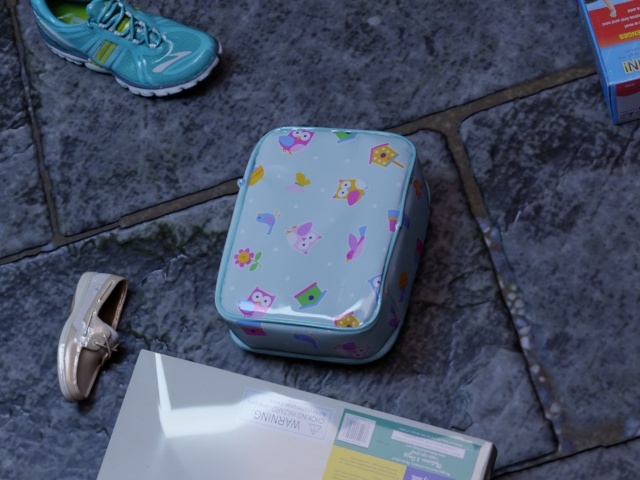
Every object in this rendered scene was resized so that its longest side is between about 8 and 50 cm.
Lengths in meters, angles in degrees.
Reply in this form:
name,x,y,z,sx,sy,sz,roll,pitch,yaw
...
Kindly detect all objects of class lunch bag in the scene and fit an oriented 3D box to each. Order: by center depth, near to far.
name,x,y,z,sx,sy,sz,roll,pitch,yaw
lunch bag,0.000,0.000,1.944,0.224,0.108,0.279,3,59,20

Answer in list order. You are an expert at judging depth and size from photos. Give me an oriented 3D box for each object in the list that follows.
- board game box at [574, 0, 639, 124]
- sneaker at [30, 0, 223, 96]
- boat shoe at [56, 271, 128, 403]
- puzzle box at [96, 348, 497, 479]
name,x,y,z,sx,sy,sz,roll,pitch,yaw
board game box,0.461,-0.317,2.038,0.308,0.086,0.302,-13,58,5
sneaker,-0.257,-0.263,2.159,0.275,0.110,0.107,17,65,21
boat shoe,-0.263,0.109,1.966,0.059,0.063,0.170,-3,58,18
puzzle box,-0.043,0.293,1.775,0.409,0.052,0.272,14,74,17
